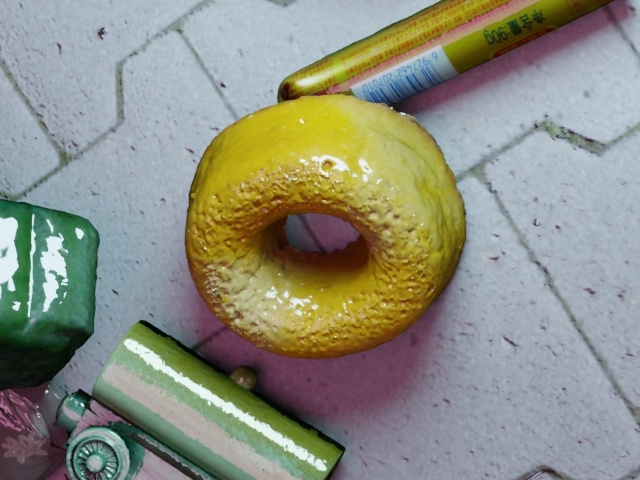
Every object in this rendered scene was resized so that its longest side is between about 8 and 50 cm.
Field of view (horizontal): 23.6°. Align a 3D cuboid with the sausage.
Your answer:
[{"bbox_3d":[0.111,-0.184,1.441,0.371,0.082,0.082,-24,93,19],"label":"sausage"}]

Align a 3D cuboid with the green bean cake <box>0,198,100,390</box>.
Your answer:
[{"bbox_3d":[-0.398,0.067,1.531,0.307,0.300,0.169,8,68,-23],"label":"green bean cake"}]

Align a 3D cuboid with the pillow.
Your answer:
[{"bbox_3d":[-0.370,0.238,1.651,0.255,0.059,0.169,-43,90,16],"label":"pillow"}]

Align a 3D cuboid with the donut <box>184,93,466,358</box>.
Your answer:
[{"bbox_3d":[-0.002,0.001,1.461,0.277,0.108,0.278,5,121,8],"label":"donut"}]

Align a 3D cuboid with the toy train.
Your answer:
[{"bbox_3d":[-0.121,0.216,1.544,0.307,0.126,0.190,32,105,8],"label":"toy train"}]
